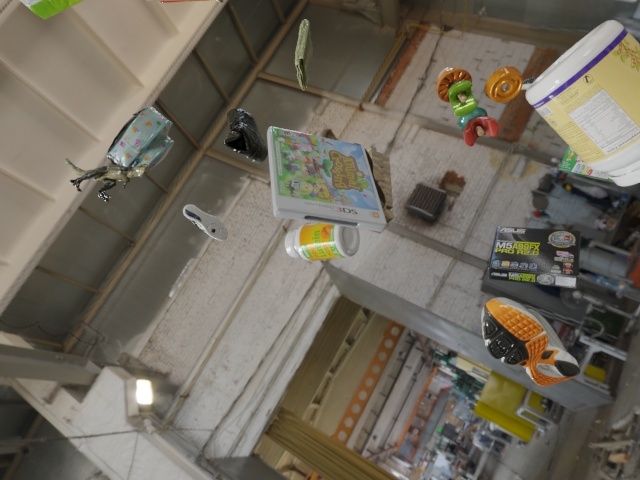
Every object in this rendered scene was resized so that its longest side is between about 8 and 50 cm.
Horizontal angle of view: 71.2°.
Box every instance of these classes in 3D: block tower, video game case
[{"bbox_3d":[0.206,-0.195,1.680,0.091,0.097,0.335,-42,39,48],"label":"block tower"},{"bbox_3d":[0.006,-0.112,0.787,0.023,0.194,0.212,118,152,-44],"label":"video game case"}]

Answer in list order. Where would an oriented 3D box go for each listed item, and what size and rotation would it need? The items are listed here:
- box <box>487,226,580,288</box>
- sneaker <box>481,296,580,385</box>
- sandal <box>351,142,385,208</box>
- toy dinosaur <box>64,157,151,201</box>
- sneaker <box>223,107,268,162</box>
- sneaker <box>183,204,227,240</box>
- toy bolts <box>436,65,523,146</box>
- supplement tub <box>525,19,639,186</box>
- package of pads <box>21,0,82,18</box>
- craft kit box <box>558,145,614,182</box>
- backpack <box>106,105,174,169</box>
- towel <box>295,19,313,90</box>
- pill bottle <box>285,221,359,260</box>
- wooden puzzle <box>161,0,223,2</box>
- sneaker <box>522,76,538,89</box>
[{"bbox_3d":[0.727,0.050,1.522,0.216,0.270,0.060,-60,-37,-37],"label":"box"},{"bbox_3d":[0.358,0.162,0.806,0.262,0.099,0.121,40,-152,-31],"label":"sneaker"},{"bbox_3d":[0.122,-0.182,1.311,0.090,0.219,0.060,-19,-8,-36],"label":"sandal"},{"bbox_3d":[-0.581,-0.166,1.180,0.118,0.269,0.064,-75,-13,-44],"label":"toy dinosaur"},{"bbox_3d":[-0.263,-0.356,1.436,0.087,0.227,0.130,-37,-25,22],"label":"sneaker"},{"bbox_3d":[-0.491,-0.075,1.938,0.079,0.217,0.121,-53,5,-11],"label":"sneaker"},{"bbox_3d":[0.461,-0.422,1.316,0.228,0.219,0.158,59,-164,-45],"label":"toy bolts"},{"bbox_3d":[0.695,-0.318,1.068,0.241,0.331,0.241,-44,1,1],"label":"supplement tub"},{"bbox_3d":[-0.433,-0.575,0.812,0.101,0.297,0.229,32,-138,-73],"label":"package of pads"},{"bbox_3d":[1.060,-0.361,1.697,0.250,0.061,0.246,-130,59,-69],"label":"craft kit box"},{"bbox_3d":[-0.526,-0.300,1.341,0.188,0.144,0.165,-49,14,27],"label":"backpack"},{"bbox_3d":[-0.043,-0.470,1.133,0.110,0.027,0.148,80,-164,-68],"label":"towel"},{"bbox_3d":[0.000,0.000,1.550,0.136,0.246,0.136,14,-107,-51],"label":"pill bottle"},{"bbox_3d":[-0.416,-0.796,1.388,0.044,0.239,0.220,98,170,-54],"label":"wooden puzzle"},{"bbox_3d":[0.750,-0.512,1.519,0.057,0.161,0.075,-39,-59,-28],"label":"sneaker"}]
